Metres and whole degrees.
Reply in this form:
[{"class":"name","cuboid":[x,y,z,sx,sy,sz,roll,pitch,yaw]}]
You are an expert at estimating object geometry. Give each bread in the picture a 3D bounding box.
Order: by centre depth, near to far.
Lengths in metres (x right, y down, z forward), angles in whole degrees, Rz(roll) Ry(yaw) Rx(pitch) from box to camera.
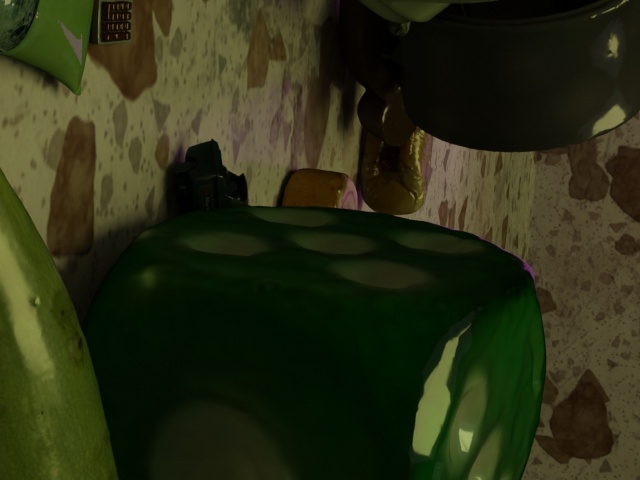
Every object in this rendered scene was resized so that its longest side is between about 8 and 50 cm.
[{"class":"bread","cuboid":[0.000,0.000,1.550,0.122,0.073,0.149,36,62,-75]}]

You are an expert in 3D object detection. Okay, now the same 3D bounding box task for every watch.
[{"class":"watch","cuboid":[0.221,-0.255,1.647,0.335,0.327,0.314,-40,137,-38]}]

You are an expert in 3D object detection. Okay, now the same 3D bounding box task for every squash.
[{"class":"squash","cuboid":[-0.183,0.083,0.841,0.118,0.118,0.370,-58,149,-57]}]

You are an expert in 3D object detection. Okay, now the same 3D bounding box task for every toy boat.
[{"class":"toy boat","cuboid":[-0.091,-0.014,1.249,0.055,0.060,0.141,-103,-170,-49]}]

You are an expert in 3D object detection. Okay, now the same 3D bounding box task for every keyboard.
[{"class":"keyboard","cuboid":[-0.141,-0.222,1.039,0.055,0.017,0.166,-31,127,-71]}]

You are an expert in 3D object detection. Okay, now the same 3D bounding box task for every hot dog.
[{"class":"hot dog","cuboid":[0.101,-0.153,1.840,0.073,0.084,0.242,42,56,-67]}]

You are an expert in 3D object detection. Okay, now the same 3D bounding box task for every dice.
[{"class":"dice","cuboid":[-0.005,0.138,1.114,0.300,0.287,0.297,-24,124,-63]}]

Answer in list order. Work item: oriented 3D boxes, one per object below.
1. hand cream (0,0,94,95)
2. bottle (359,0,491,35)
[{"class":"hand cream","cuboid":[-0.174,-0.145,0.907,0.175,0.046,0.095,-1,96,-81]},{"class":"bottle","cuboid":[0.138,-0.335,1.392,0.352,0.229,0.229,-43,-179,23]}]
